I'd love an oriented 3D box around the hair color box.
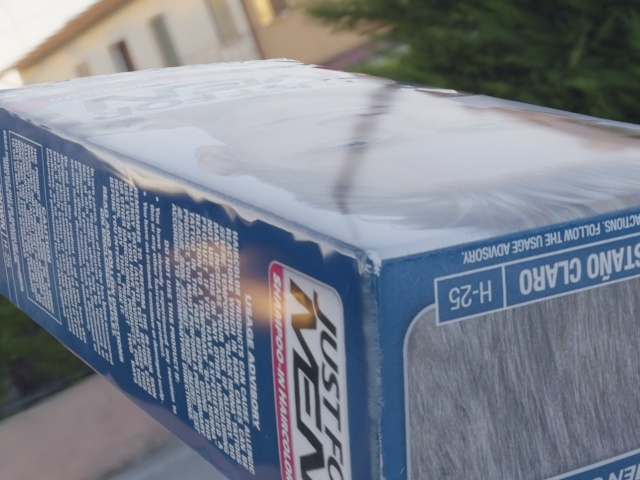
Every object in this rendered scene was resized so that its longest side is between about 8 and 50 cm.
[{"bbox_3d":[0.000,0.000,0.495,0.174,0.105,0.347,-12,18,-29],"label":"hair color box"}]
